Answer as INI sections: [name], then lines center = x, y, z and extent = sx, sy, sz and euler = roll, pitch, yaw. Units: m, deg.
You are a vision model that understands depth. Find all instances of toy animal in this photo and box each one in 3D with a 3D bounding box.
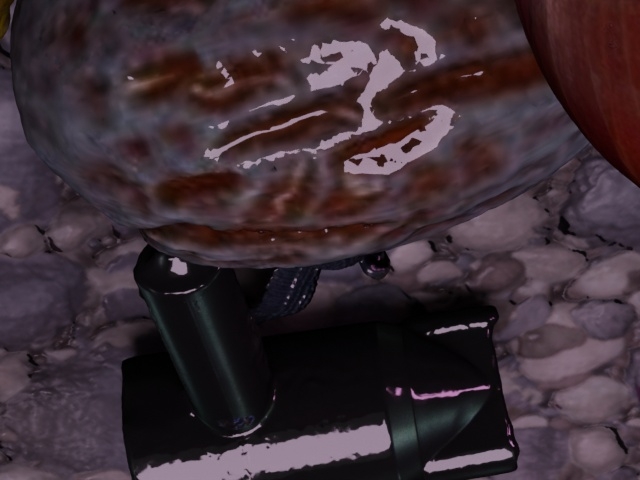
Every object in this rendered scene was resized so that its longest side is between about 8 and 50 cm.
[toy animal]
center = 0.000, 0.000, 1.218
extent = 0.108, 0.062, 0.220
euler = 35, 132, -29

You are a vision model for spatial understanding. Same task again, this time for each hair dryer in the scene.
[hair dryer]
center = -0.011, 0.070, 1.193
extent = 0.244, 0.116, 0.302
euler = -11, 153, 3

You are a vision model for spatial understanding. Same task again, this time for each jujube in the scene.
[jujube]
center = -0.006, -0.111, 1.021
extent = 0.308, 0.246, 0.215
euler = -18, 117, -4

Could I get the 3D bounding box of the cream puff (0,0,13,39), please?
[cream puff]
center = -0.228, -0.135, 1.063
extent = 0.146, 0.116, 0.146
euler = 0, 137, 0

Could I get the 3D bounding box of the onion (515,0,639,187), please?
[onion]
center = 0.251, -0.148, 0.824
extent = 0.354, 0.353, 0.353
euler = -2, 128, -2
